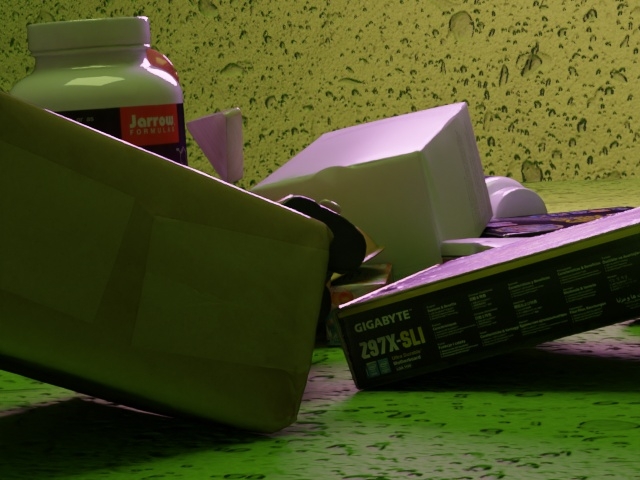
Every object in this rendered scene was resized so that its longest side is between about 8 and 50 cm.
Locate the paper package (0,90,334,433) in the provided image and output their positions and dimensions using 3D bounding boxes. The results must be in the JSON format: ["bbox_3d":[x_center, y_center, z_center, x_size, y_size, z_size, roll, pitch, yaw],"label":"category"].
[{"bbox_3d":[-0.212,0.014,1.392,0.324,0.168,0.309,21,-11,-36],"label":"paper package"}]

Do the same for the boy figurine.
[{"bbox_3d":[-0.041,0.041,1.617,0.092,0.177,0.285,36,-17,-6],"label":"boy figurine"}]

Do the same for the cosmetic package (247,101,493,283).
[{"bbox_3d":[0.066,-0.043,2.109,0.197,0.155,0.365,-11,11,16],"label":"cosmetic package"}]

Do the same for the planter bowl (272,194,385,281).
[{"bbox_3d":[-0.052,0.014,1.844,0.217,0.090,0.217,-25,3,2],"label":"planter bowl"}]

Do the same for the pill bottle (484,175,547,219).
[{"bbox_3d":[0.219,-0.032,2.470,0.108,0.108,0.180,-6,6,-25],"label":"pill bottle"}]

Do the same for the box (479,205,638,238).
[{"bbox_3d":[0.304,0.002,2.286,0.270,0.060,0.216,-5,5,-17],"label":"box"}]

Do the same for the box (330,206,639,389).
[{"bbox_3d":[0.206,0.031,1.568,0.322,0.079,0.257,-17,-1,25],"label":"box"}]

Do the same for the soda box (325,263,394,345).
[{"bbox_3d":[0.040,0.061,1.845,0.063,0.058,0.183,-4,4,5],"label":"soda box"}]

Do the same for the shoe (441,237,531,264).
[{"bbox_3d":[0.172,0.040,1.847,0.063,0.081,0.178,-6,3,-21],"label":"shoe"}]

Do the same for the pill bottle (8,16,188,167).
[{"bbox_3d":[-0.224,-0.062,1.917,0.181,0.323,0.181,-4,6,0],"label":"pill bottle"}]

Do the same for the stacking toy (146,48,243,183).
[{"bbox_3d":[-0.198,-0.042,2.068,0.130,0.309,0.279,-23,28,-32],"label":"stacking toy"}]
